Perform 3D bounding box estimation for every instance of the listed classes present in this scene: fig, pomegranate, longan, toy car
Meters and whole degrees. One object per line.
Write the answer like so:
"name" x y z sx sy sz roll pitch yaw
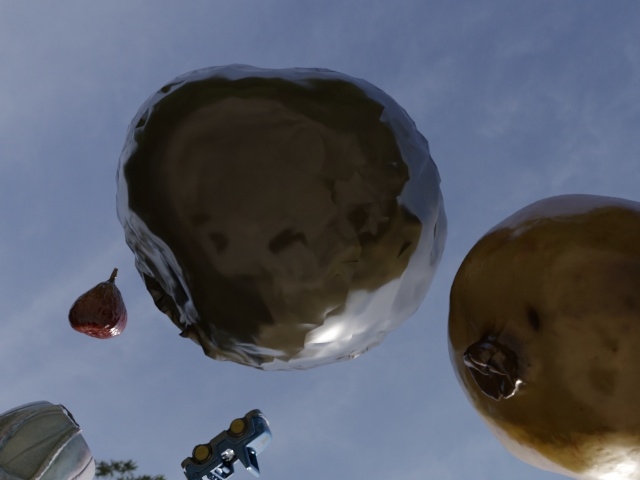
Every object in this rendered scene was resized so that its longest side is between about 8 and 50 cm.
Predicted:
"fig" -0.453 0.139 1.417 0.119 0.119 0.153 31 -101 16
"pomegranate" 0.280 0.092 0.677 0.307 0.307 0.308 -2 -100 12
"longan" -0.060 -0.027 0.879 0.435 0.404 0.404 10 -97 21
"toy car" -0.170 0.422 1.298 0.191 0.097 0.100 -36 -122 -10

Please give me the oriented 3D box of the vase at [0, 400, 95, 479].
"vase" -0.622 0.475 1.158 0.249 0.445 0.250 20 -54 31
